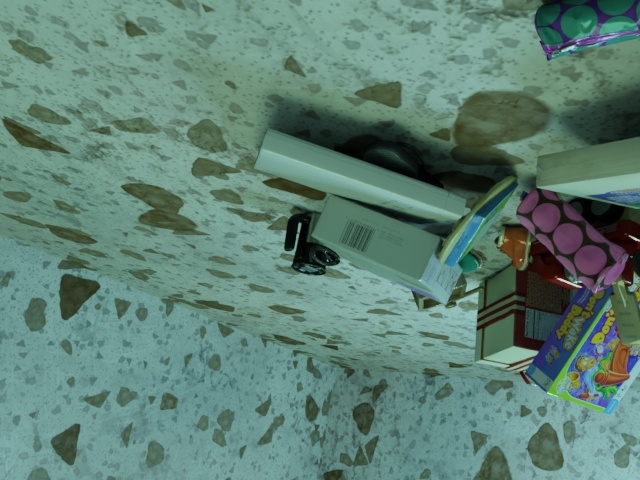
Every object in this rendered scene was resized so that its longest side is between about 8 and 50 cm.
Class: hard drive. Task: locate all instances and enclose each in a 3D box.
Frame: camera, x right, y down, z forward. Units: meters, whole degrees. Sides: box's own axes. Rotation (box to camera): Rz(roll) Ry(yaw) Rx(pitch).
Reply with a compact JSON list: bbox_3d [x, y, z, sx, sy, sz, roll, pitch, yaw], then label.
[{"bbox_3d":[0.058,-0.107,1.133,0.353,0.047,0.233,18,177,-8],"label":"hard drive"}]

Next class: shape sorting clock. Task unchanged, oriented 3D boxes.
[{"bbox_3d":[0.285,-0.037,1.142,0.040,0.206,0.206,39,167,16],"label":"shape sorting clock"}]

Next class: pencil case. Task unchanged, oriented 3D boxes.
[{"bbox_3d":[0.322,-0.244,0.693,0.152,0.070,0.064,-3,156,32],"label":"pencil case"},{"bbox_3d":[0.440,-0.011,1.092,0.095,0.209,0.098,-7,139,-44],"label":"pencil case"}]

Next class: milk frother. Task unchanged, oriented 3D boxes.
[{"bbox_3d":[0.000,0.000,1.453,0.143,0.134,0.129,-1,158,28],"label":"milk frother"}]

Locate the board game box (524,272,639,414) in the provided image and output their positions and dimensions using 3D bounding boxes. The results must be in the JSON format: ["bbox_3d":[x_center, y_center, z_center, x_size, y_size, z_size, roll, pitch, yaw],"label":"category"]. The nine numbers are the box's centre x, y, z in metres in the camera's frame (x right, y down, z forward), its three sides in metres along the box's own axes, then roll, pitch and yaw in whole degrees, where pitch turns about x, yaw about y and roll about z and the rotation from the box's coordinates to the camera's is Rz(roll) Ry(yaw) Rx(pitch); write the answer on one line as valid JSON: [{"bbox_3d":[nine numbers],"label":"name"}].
[{"bbox_3d":[0.638,0.199,1.375,0.233,0.347,0.078,22,-167,-29],"label":"board game box"}]

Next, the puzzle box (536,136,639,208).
[{"bbox_3d":[0.539,-0.099,0.833,0.272,0.052,0.409,6,174,-33],"label":"puzzle box"}]

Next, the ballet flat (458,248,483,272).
[{"bbox_3d":[0.289,0.033,1.485,0.241,0.077,0.091,-6,120,48],"label":"ballet flat"}]

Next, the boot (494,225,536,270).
[{"bbox_3d":[0.428,0.014,1.387,0.085,0.059,0.158,9,152,16],"label":"boot"}]

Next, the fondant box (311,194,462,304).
[{"bbox_3d":[0.152,0.028,1.314,0.238,0.096,0.330,23,177,23],"label":"fondant box"}]

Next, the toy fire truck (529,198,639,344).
[{"bbox_3d":[0.517,0.061,1.174,0.159,0.246,0.217,21,158,-24],"label":"toy fire truck"}]

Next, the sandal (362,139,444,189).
[{"bbox_3d":[0.152,-0.135,1.137,0.097,0.054,0.254,8,171,29],"label":"sandal"}]

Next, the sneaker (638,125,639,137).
[{"bbox_3d":[0.538,-0.158,0.847,0.188,0.067,0.078,-3,178,30],"label":"sneaker"}]

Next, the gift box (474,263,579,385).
[{"bbox_3d":[0.559,0.225,1.607,0.276,0.255,0.258,17,158,-5],"label":"gift box"}]

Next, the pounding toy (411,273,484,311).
[{"bbox_3d":[0.331,0.114,1.652,0.181,0.094,0.206,-18,158,2],"label":"pounding toy"}]

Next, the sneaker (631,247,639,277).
[{"bbox_3d":[0.675,0.008,1.056,0.270,0.090,0.145,-26,166,26],"label":"sneaker"}]
